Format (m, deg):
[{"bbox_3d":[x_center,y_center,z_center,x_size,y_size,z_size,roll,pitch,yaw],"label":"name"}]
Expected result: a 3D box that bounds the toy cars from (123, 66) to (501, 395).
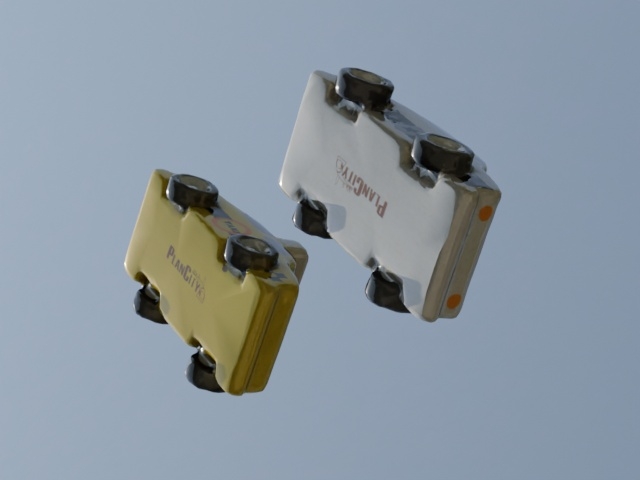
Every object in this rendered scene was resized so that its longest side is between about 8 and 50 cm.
[{"bbox_3d":[0.000,0.000,1.237,0.087,0.394,0.176,5,-108,-32],"label":"toy cars"}]
